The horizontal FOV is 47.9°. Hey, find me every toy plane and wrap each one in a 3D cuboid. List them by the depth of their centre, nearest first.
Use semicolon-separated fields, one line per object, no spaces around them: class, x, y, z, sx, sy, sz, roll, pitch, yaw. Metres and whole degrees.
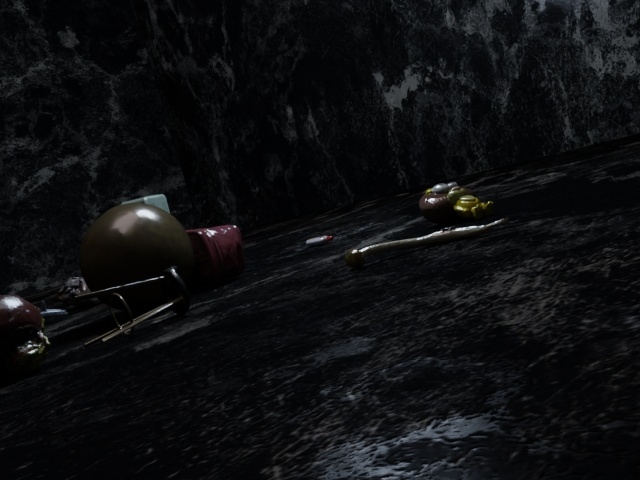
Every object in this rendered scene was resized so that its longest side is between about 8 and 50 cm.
toy plane;-0.793;0.199;1.853;0.267;0.088;0.212;-15;27;-25

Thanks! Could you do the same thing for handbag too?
handbag;-0.299;0.042;1.760;0.225;0.146;0.135;-9;5;39

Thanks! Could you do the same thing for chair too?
chair;-0.325;0.123;1.315;0.095;0.104;0.222;23;34;38

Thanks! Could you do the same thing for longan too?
longan;-0.400;0.043;1.592;0.258;0.258;0.258;-15;5;1

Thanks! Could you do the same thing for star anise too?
star anise;-0.651;0.130;2.088;0.198;0.110;0.257;-19;0;-33

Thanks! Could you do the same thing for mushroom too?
mushroom;0.195;0.001;1.350;0.306;0.043;0.068;-14;22;4

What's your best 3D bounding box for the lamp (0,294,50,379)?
lamp;-0.525;0.169;1.188;0.157;0.135;0.156;-44;-18;-17

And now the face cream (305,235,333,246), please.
face cream;0.000;0.000;2.013;0.083;0.021;0.040;-11;7;36

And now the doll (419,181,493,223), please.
doll;0.317;-0.089;1.659;0.188;0.096;0.145;0;21;36

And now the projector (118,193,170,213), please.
projector;-0.465;0.008;1.986;0.099;0.256;0.192;-13;5;7
